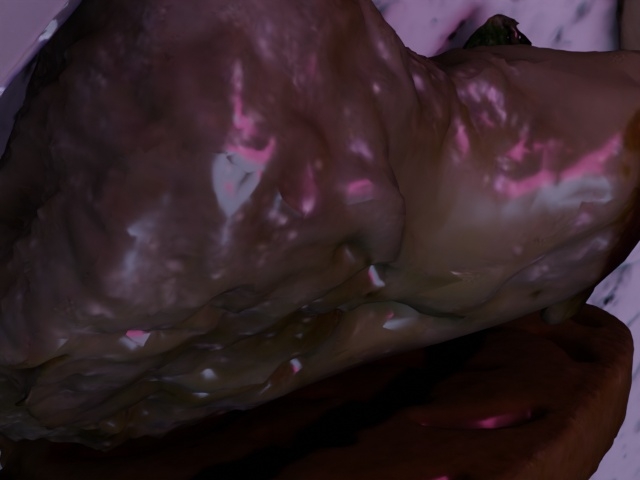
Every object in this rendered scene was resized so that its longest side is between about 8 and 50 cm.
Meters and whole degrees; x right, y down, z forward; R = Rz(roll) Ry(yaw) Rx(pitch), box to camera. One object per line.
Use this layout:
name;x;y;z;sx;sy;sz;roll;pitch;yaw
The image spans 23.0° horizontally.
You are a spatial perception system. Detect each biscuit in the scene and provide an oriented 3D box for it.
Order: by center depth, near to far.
biscuit;-0.019;0.088;0.767;0.367;0.314;0.063;-32;117;-58

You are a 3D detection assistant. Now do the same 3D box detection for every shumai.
shumai;0.003;0.002;0.657;0.283;0.346;0.217;17;74;-13

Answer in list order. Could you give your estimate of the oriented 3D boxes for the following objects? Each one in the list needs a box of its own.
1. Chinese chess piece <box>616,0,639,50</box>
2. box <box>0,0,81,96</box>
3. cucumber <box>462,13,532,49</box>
Chinese chess piece;0.303;-0.157;0.994;0.250;0.103;0.249;-21;130;-27
box;-0.204;-0.187;0.448;0.106;0.200;0.299;-50;138;-2
cucumber;0.111;-0.012;0.952;0.077;0.077;0.265;-32;135;-20
